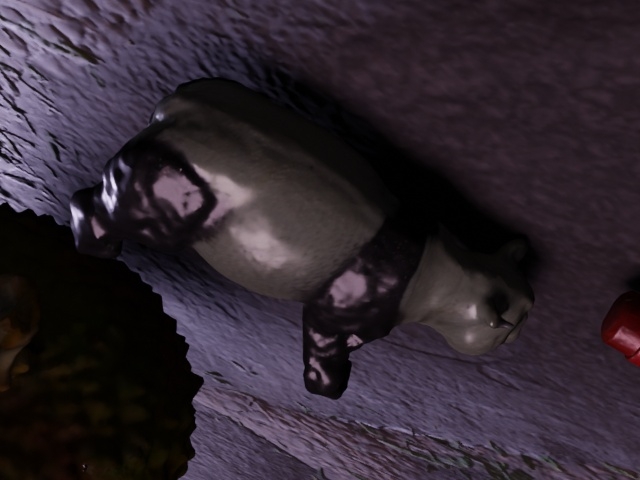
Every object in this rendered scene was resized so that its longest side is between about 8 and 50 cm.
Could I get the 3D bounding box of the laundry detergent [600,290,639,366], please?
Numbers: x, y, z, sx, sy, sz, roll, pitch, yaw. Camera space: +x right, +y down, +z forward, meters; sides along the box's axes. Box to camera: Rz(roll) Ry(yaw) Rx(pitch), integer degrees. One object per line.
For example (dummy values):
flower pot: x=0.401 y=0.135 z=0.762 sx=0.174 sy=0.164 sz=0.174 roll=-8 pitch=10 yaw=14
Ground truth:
laundry detergent: x=0.211 y=0.071 z=0.652 sx=0.165 sy=0.049 sz=0.097 roll=28 pitch=148 yaw=-2

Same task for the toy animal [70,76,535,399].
toy animal: x=0.000 y=0.000 z=0.676 sx=0.225 sy=0.094 sz=0.121 roll=32 pitch=145 yaw=-10

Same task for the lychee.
lychee: x=-0.212 y=0.104 z=0.869 sx=0.270 sy=0.270 sz=0.320 roll=13 pitch=141 yaw=26
